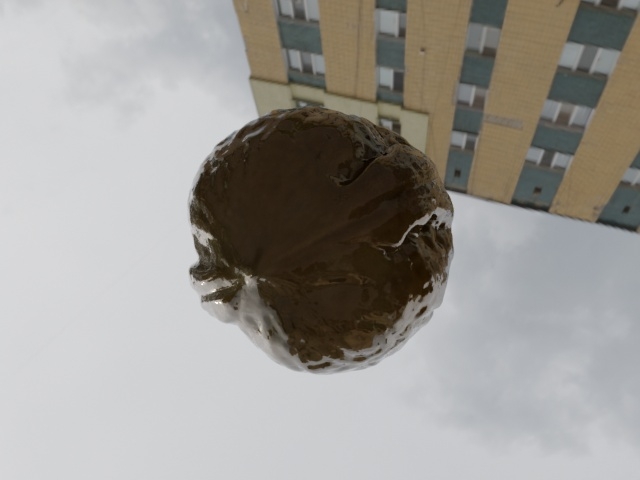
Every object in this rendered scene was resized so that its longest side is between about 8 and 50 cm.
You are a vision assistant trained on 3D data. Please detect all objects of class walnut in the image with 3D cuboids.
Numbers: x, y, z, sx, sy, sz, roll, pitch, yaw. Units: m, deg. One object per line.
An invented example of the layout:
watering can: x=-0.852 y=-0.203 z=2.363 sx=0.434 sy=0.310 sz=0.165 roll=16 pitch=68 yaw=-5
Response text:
walnut: x=0.000 y=0.000 z=0.407 sx=0.155 sy=0.184 sz=0.155 roll=2 pitch=-83 yaw=16
